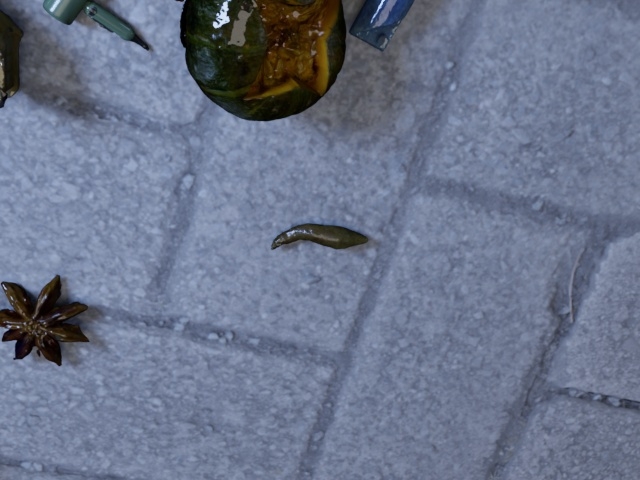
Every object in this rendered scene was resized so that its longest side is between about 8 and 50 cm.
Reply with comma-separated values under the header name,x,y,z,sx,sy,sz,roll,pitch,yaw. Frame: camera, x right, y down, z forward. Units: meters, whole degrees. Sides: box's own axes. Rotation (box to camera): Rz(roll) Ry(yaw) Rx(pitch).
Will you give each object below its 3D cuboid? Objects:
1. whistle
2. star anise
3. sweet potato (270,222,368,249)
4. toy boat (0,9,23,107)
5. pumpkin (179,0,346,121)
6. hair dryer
name,x,y,z,sx,sy,sz,roll,pitch,yaw
whistle,0.139,-0.397,1.218,0.062,0.062,0.304,26,111,-17
star anise,-0.441,0.127,1.419,0.167,0.057,0.168,-3,118,-5
sweet potato,-0.001,-0.007,1.410,0.153,0.038,0.041,-1,93,-3
toy boat,-0.570,-0.331,1.150,0.162,0.136,0.445,-44,108,10
pumpkin,-0.075,-0.273,1.188,0.237,0.159,0.238,-18,122,-31
hair dryer,-0.294,-0.303,1.233,0.150,0.047,0.071,33,108,-26
